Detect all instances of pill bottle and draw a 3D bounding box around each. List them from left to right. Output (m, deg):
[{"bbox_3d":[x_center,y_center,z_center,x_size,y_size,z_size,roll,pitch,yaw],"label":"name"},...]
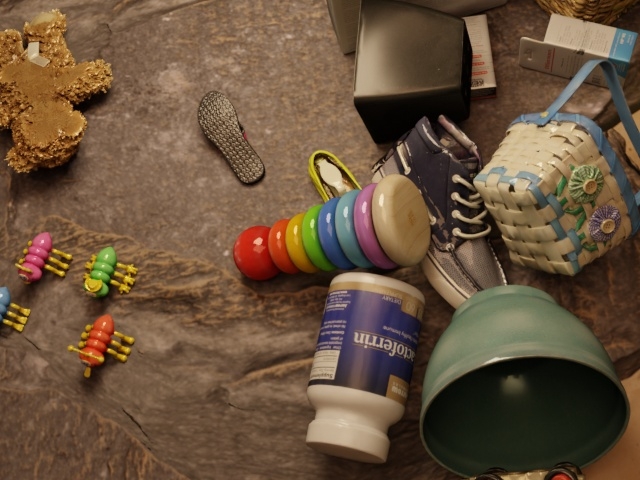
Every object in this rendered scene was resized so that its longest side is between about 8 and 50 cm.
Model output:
[{"bbox_3d":[0.064,0.194,1.713,0.153,0.153,0.265,9,73,10],"label":"pill bottle"}]

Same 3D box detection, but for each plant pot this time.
[{"bbox_3d":[0.158,-0.277,1.836,0.166,0.187,0.188,0,74,14],"label":"plant pot"},{"bbox_3d":[0.282,0.190,1.641,0.293,0.293,0.196,-7,44,5],"label":"plant pot"}]

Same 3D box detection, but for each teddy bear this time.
[{"bbox_3d":[-0.492,-0.262,1.985,0.245,0.113,0.338,-35,62,-13],"label":"teddy bear"}]

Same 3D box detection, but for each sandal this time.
[{"bbox_3d":[-0.155,-0.173,1.938,0.067,0.040,0.179,-30,84,2],"label":"sandal"}]

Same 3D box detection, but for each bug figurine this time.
[{"bbox_3d":[-0.435,0.098,1.855,0.279,0.072,0.216,13,73,12],"label":"bug figurine"}]

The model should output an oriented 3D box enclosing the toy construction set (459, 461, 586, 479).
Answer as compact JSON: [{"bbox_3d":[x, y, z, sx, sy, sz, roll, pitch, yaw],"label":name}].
[{"bbox_3d":[0.297,0.427,1.591,0.327,0.151,0.215,-7,85,4],"label":"toy construction set"}]

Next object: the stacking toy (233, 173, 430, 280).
[{"bbox_3d":[0.000,0.000,1.759,0.330,0.141,0.141,-14,67,32],"label":"stacking toy"}]

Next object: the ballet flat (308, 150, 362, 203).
[{"bbox_3d":[0.048,-0.056,1.844,0.077,0.077,0.231,-32,70,-5],"label":"ballet flat"}]

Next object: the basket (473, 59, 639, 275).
[{"bbox_3d":[0.395,-0.098,1.722,0.289,0.255,0.201,-47,30,-24],"label":"basket"}]

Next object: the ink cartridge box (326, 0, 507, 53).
[{"bbox_3d":[0.152,-0.462,1.811,0.308,0.385,0.091,-17,71,1],"label":"ink cartridge box"}]

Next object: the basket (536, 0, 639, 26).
[{"bbox_3d":[0.428,-0.528,1.887,0.213,0.223,0.299,-35,69,-6],"label":"basket"}]

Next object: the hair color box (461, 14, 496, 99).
[{"bbox_3d":[0.258,-0.312,1.927,0.071,0.043,0.141,-6,69,6],"label":"hair color box"}]

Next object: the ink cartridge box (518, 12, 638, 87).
[{"bbox_3d":[0.426,-0.317,1.874,0.180,0.104,0.060,16,74,12],"label":"ink cartridge box"}]

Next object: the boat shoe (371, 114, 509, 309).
[{"bbox_3d":[0.215,-0.040,1.757,0.127,0.158,0.341,-15,62,-43],"label":"boat shoe"}]
